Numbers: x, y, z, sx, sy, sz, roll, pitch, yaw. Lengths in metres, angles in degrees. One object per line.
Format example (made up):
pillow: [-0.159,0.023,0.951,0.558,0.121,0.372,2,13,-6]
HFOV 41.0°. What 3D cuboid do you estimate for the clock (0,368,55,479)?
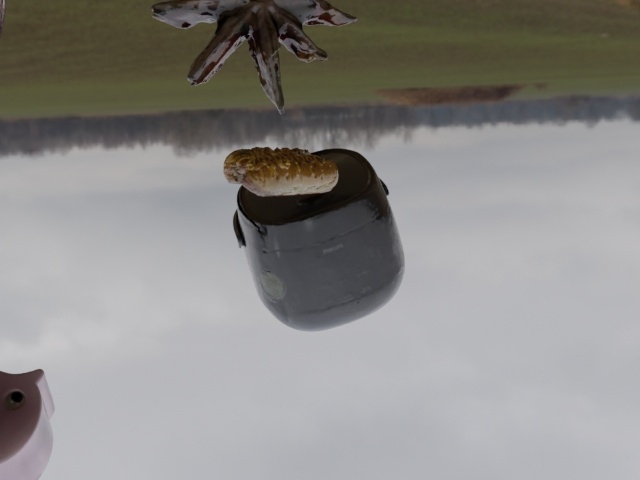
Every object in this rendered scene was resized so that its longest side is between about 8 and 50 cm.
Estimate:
clock: [-0.388,0.179,0.694,0.276,0.080,0.290,21,-127,6]

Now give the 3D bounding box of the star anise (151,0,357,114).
star anise: [-0.084,-0.306,1.146,0.288,0.288,0.088,-4,164,-11]

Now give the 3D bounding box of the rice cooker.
rice cooker: [0.000,0.000,1.322,0.267,0.224,0.267,-13,-149,8]

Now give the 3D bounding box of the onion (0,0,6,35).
onion: [-0.335,-0.178,0.554,0.260,0.282,0.336,41,-174,-8]

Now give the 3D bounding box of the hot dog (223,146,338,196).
hot dog: [-0.043,-0.076,0.941,0.071,0.045,0.165,30,-162,27]
